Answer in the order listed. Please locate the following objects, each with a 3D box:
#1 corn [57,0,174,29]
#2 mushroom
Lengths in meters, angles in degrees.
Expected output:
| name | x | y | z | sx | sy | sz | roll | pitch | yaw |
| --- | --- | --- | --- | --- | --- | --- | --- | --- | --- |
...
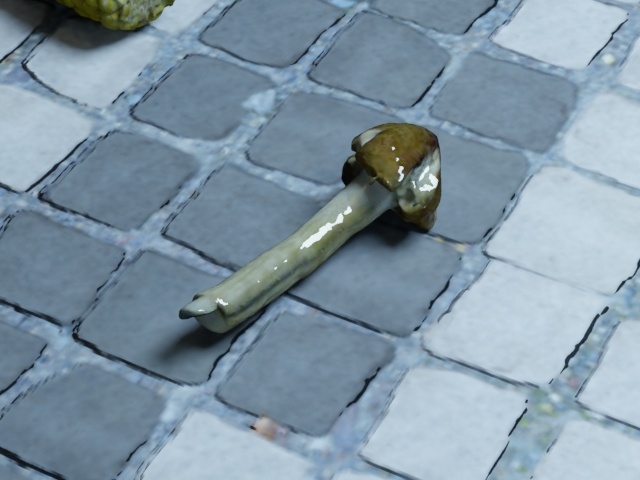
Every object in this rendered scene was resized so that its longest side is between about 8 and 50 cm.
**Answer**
| name | x | y | z | sx | sy | sz | roll | pitch | yaw |
| --- | --- | --- | --- | --- | --- | --- | --- | --- | --- |
| corn | -0.211 | -0.234 | 1.245 | 0.310 | 0.101 | 0.101 | 30 | 52 | 30 |
| mushroom | 0.000 | 0.000 | 1.030 | 0.061 | 0.060 | 0.187 | 37 | 61 | 24 |
